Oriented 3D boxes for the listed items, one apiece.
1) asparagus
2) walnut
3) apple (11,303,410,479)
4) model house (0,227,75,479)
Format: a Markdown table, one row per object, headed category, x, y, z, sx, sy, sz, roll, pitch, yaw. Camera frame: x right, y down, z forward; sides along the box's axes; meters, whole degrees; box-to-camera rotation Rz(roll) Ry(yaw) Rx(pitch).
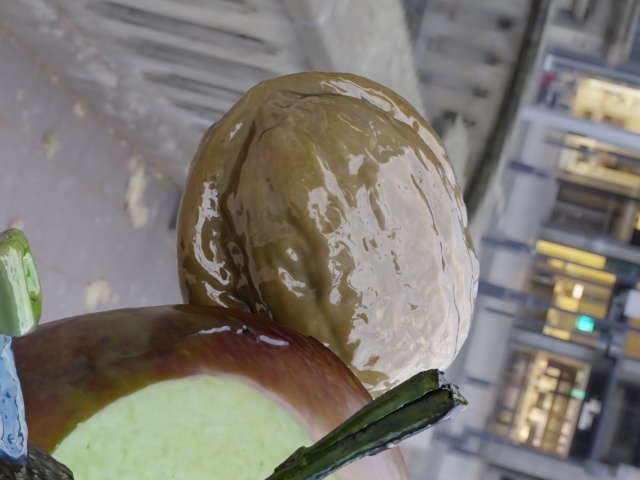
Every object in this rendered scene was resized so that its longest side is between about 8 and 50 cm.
| category | x | y | z | sx | sy | sz | roll | pitch | yaw |
| --- | --- | --- | --- | --- | --- | --- | --- | --- | --- |
| asparagus | -0.032 | 0.119 | 0.690 | 0.023 | 0.233 | 0.022 | 29 | 35 | -46 |
| walnut | 0.000 | 0.000 | 1.151 | 0.224 | 0.257 | 0.257 | 14 | -92 | 62 |
| apple | -0.126 | 0.222 | 0.956 | 0.374 | 0.383 | 0.374 | -11 | 90 | -86 |
| model house | -0.199 | 0.079 | 0.625 | 0.195 | 0.189 | 0.214 | -166 | -114 | -78 |
